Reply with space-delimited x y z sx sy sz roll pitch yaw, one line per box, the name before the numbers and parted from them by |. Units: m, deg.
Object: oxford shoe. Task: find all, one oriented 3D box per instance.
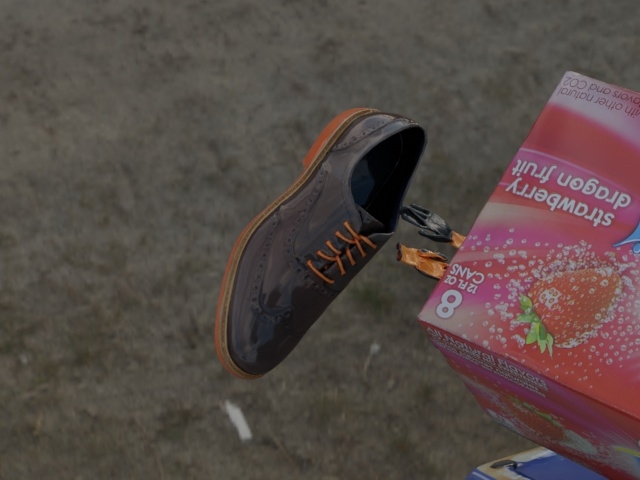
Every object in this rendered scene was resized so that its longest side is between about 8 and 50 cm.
oxford shoe | 0.000 0.000 1.162 0.098 0.097 0.271 10 69 60

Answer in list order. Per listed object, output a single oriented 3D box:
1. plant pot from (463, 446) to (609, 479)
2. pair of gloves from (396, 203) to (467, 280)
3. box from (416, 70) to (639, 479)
plant pot | 0.230 0.247 0.940 0.235 0.236 0.212 -15 94 -11
pair of gloves | 0.097 0.004 1.150 0.074 0.010 0.083 26 38 -17
box | 0.185 0.049 0.515 0.256 0.123 0.128 24 75 33
